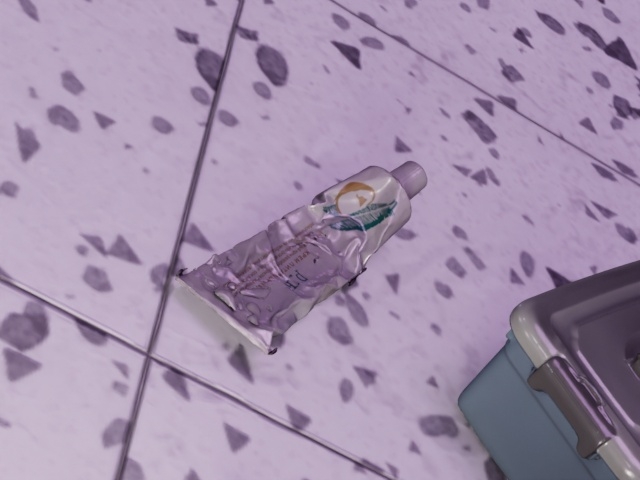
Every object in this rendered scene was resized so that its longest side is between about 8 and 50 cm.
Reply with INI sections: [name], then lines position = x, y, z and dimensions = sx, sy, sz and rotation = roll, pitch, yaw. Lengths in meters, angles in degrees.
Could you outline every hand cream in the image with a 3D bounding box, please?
[hand cream]
position = -0.002, 0.002, 1.195
dimensions = 0.084, 0.050, 0.257
rotation = 44, 42, 7

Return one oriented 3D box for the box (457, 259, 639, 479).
[box]
position = 0.218, 0.111, 1.210
dimensions = 0.227, 0.130, 0.162
rotation = -15, 64, -48
